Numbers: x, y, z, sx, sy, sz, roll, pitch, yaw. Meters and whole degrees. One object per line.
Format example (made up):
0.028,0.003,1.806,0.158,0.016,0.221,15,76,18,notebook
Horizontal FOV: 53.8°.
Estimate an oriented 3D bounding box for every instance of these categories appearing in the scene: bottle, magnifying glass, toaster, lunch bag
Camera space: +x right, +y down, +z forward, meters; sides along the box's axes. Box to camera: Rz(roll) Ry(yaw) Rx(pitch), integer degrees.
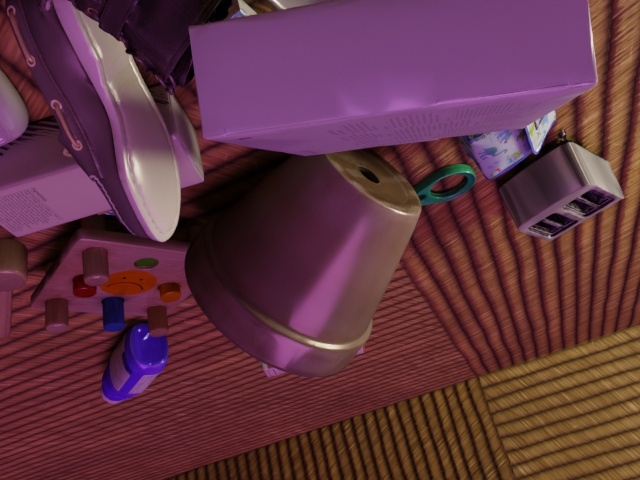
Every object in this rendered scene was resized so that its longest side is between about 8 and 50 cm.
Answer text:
-0.435,0.294,1.445,0.092,0.118,0.283,5,145,-33,bottle
0.175,-0.080,1.168,0.231,0.026,0.092,-23,151,12,magnifying glass
0.445,-0.094,1.179,0.185,0.110,0.168,13,140,-41,toaster
0.290,-0.184,0.971,0.151,0.096,0.129,-36,146,8,lunch bag

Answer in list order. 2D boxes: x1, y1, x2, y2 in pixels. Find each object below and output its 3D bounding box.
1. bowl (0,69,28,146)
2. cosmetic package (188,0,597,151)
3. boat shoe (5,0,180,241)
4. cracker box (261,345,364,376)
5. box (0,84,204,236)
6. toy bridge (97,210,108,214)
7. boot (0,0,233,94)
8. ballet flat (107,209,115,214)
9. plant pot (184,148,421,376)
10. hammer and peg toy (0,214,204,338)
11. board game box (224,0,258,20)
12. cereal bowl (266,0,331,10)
-0.419,-0.144,0.715,0.142,0.053,0.142,-23,148,-4,bowl
0.076,-0.150,0.624,0.284,0.098,0.377,-8,-176,11,cosmetic package
-0.239,-0.134,0.690,0.091,0.109,0.305,-5,120,16,boat shoe
-0.030,0.203,1.436,0.232,0.156,0.067,-13,152,-2,cracker box
-0.303,-0.102,0.825,0.275,0.094,0.113,-16,152,1,box
-0.319,-0.068,0.908,0.188,0.063,0.026,-12,151,-8,toy bridge
-0.203,-0.210,0.533,0.229,0.091,0.263,43,128,-14,boot
-0.297,-0.057,0.977,0.114,0.041,0.041,13,141,-41,ballet flat
0.000,0.000,0.976,0.323,0.323,0.280,14,125,-42,plant pot
-0.374,0.059,1.046,0.361,0.127,0.266,9,145,-37,hammer and peg toy
-0.090,-0.221,0.783,0.103,0.026,0.154,-28,149,24,board game box
0.071,-0.339,0.530,0.338,0.141,0.339,-11,151,-6,cereal bowl
